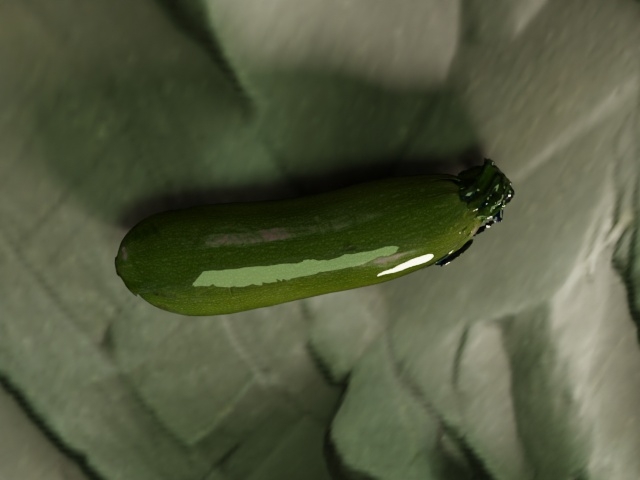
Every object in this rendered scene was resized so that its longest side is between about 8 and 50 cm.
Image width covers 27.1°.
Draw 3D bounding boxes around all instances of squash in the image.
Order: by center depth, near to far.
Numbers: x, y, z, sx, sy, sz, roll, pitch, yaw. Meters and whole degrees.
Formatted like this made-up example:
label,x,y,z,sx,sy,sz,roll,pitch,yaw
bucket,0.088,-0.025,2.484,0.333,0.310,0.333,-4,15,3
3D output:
label,x,y,z,sx,sy,sz,roll,pitch,yaw
squash,0.000,0.000,0.594,0.183,0.052,0.052,-10,132,-11
